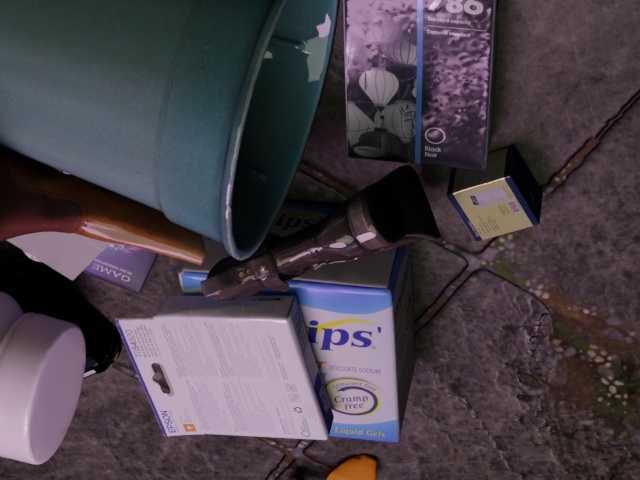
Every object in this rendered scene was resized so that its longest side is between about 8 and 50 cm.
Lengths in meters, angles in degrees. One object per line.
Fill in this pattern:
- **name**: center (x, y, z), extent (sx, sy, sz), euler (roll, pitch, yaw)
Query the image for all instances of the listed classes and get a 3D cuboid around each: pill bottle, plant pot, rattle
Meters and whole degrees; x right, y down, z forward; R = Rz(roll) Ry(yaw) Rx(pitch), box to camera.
- **pill bottle**: center (-0.523, 0.155, 2.095), extent (0.392, 0.224, 0.224), euler (13, 136, 11)
- **plant pot**: center (-0.189, -0.189, 1.677), extent (0.334, 0.341, 0.341), euler (17, 136, 8)
- **rattle**: center (0.027, 0.396, 2.383), extent (0.130, 0.143, 0.200), euler (28, 162, 33)

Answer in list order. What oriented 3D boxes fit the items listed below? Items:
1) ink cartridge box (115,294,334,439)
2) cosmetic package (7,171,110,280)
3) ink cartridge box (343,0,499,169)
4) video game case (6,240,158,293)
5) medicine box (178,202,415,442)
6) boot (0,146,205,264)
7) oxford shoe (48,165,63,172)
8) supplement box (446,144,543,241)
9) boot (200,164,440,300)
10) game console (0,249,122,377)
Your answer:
- **ink cartridge box**: center (-0.114, 0.156, 1.961), extent (0.224, 0.045, 0.223), euler (-1, 133, 17)
- **cosmetic package**: center (-0.278, -0.068, 1.924), extent (0.127, 0.107, 0.238), euler (35, 134, -20)
- **ink cartridge box**: center (0.109, -0.223, 1.734), extent (0.165, 0.065, 0.333), euler (6, 134, 10)
- **video game case**: center (-0.278, -0.056, 2.023), extent (0.196, 0.026, 0.274), euler (22, 136, -8)
- **medicine box**: center (-0.022, 0.101, 2.022), extent (0.263, 0.149, 0.289), euler (4, 135, 10)
- **boot**: center (-0.261, -0.012, 1.711), extent (0.280, 0.264, 0.096), euler (19, 103, -16)
- **oxford shoe**: center (-0.360, -0.155, 1.834), extent (0.076, 0.076, 0.212), euler (-28, 85, 41)
- **supplement box**: center (0.204, -0.054, 1.876), extent (0.083, 0.056, 0.083), euler (-16, 128, 27)
- **boot**: center (0.000, 0.000, 1.823), extent (0.229, 0.263, 0.091), euler (-23, 85, 24)
- **game console**: center (-0.468, 0.144, 2.257), extent (0.361, 0.044, 0.213), euler (-23, 123, 31)
